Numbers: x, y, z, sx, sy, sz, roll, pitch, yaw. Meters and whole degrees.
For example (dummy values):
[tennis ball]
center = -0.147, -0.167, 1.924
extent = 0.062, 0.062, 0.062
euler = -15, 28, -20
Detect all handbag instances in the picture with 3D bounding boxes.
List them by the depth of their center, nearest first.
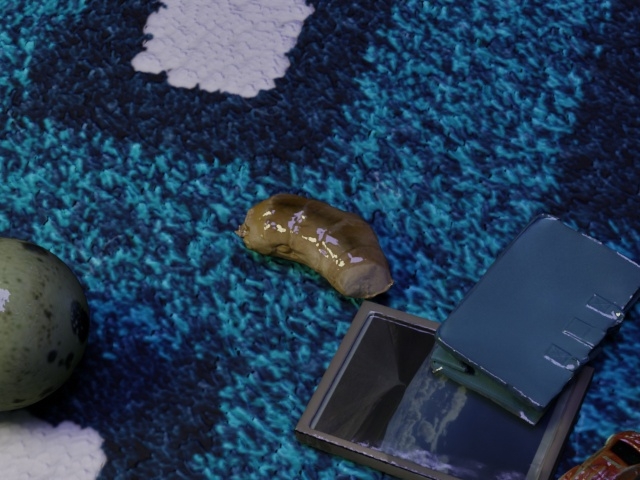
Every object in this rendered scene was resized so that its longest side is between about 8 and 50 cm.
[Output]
[handbag]
center = 0.224, 0.077, 1.684
extent = 0.144, 0.057, 0.221
euler = 30, 54, 24

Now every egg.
[egg]
center = -0.344, 0.087, 1.671
extent = 0.228, 0.177, 0.177
euler = -7, 50, 18

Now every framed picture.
[framed picture]
center = 0.125, 0.167, 1.661
extent = 0.260, 0.023, 0.189
euler = 17, 52, 18

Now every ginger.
[ginger]
center = -0.001, 0.002, 1.772
extent = 0.190, 0.069, 0.095
euler = 20, 72, 20

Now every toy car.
[toy car]
center = 0.279, 0.224, 1.588
extent = 0.122, 0.035, 0.059
euler = -35, 53, -19
